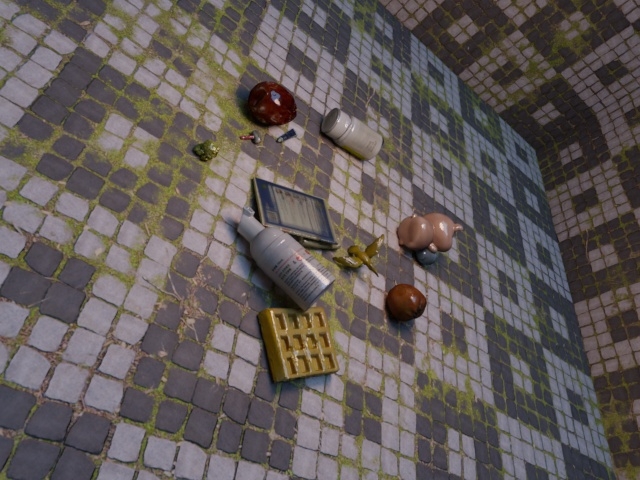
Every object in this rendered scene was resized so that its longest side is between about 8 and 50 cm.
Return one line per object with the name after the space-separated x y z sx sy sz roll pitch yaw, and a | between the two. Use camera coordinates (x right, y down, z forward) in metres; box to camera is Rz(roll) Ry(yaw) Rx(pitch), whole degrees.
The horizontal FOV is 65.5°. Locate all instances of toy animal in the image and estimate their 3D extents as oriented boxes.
0.173 0.074 1.891 0.219 0.095 0.155 -33 89 -12 | toy animal
0.460 -0.036 2.185 0.221 0.210 0.229 38 79 -27 | toy animal

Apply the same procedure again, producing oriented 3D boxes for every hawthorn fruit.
0.327 0.235 1.932 0.149 0.149 0.189 31 10 -26 | hawthorn fruit

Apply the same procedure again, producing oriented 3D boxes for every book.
-0.089 -0.102 1.782 0.323 0.018 0.228 15 45 -35 | book

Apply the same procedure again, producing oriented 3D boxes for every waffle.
-0.061 0.314 1.537 0.248 0.055 0.220 5 61 -43 | waffle

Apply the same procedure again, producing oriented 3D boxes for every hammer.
-0.259 -0.381 1.836 0.083 0.031 0.052 -11 70 -37 | hammer

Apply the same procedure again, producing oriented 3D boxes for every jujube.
-0.175 -0.521 1.927 0.236 0.168 0.168 0 63 -63 | jujube

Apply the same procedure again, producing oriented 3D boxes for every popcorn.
-0.375 -0.302 1.643 0.084 0.068 0.059 6 25 0 | popcorn

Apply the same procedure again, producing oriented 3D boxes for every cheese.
0.000 0.000 1.819 0.194 0.043 0.064 8 56 -42 | cheese

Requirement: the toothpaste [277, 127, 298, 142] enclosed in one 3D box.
-0.133 -0.415 1.986 0.037 0.021 0.140 58 38 -9 | toothpaste

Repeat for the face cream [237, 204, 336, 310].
-0.132 0.047 1.576 0.370 0.145 0.145 43 39 9 | face cream

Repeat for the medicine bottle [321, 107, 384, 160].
0.139 -0.468 2.196 0.258 0.143 0.143 28 47 -31 | medicine bottle
